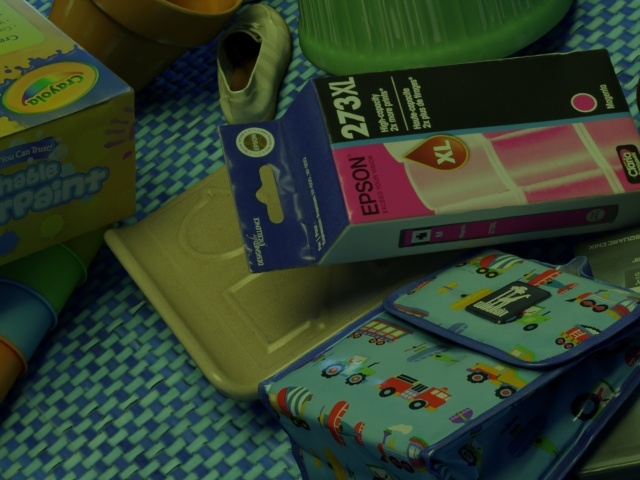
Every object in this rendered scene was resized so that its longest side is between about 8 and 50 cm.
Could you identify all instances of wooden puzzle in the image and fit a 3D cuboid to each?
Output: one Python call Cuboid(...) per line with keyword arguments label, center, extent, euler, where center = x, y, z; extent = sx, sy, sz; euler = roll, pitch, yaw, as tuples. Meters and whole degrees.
Cuboid(label="wooden puzzle", center=(0.000, 0.000, 1.814), extent=(0.348, 0.080, 0.322), euler=(-30, 38, -10))

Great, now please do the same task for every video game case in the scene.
Cuboid(label="video game case", center=(0.310, 0.080, 1.573), extent=(0.196, 0.026, 0.274), euler=(-13, 40, 18))

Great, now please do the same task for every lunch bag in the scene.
Cuboid(label="lunch bag", center=(0.137, 0.113, 1.564), extent=(0.293, 0.138, 0.221), euler=(-39, 31, -26))

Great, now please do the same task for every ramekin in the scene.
Cuboid(label="ramekin", center=(0.109, -0.304, 1.978), extent=(0.303, 0.148, 0.303), euler=(-12, 31, 7))

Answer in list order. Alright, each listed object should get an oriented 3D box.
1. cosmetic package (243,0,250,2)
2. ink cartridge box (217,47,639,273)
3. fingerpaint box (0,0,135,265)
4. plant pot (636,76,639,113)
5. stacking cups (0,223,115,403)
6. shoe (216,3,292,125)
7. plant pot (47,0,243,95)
Cuboid(label="cosmetic package", center=(-0.055, -0.419, 2.193), extent=(0.224, 0.224, 0.138), euler=(-9, 42, 22))
Cuboid(label="ink cartridge box", center=(0.103, -0.075, 1.689), extent=(0.371, 0.069, 0.175), euler=(-8, 54, -8))
Cuboid(label="fingerpaint box", center=(-0.466, -0.101, 1.856), extent=(0.445, 0.163, 0.371), euler=(-23, 44, -31))
Cuboid(label="plant pot", center=(0.343, -0.059, 1.572), extent=(0.167, 0.167, 0.165), euler=(-7, 50, 25))
Cuboid(label="stacking cups", center=(-0.310, 0.089, 1.890), extent=(0.096, 0.096, 0.316), euler=(0, 49, 31))
Cuboid(label="shoe", center=(-0.077, -0.206, 2.100), extent=(0.077, 0.058, 0.219), euler=(-16, 40, 15))
Cuboid(label="plant pot", center=(-0.220, -0.264, 2.127), extent=(0.188, 0.205, 0.205), euler=(-50, 26, 33))
